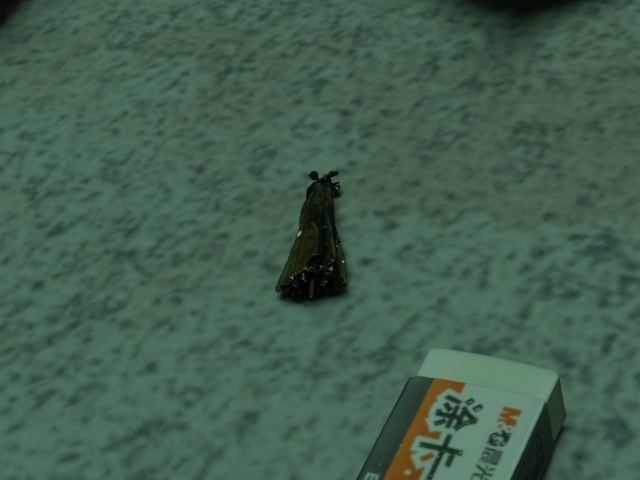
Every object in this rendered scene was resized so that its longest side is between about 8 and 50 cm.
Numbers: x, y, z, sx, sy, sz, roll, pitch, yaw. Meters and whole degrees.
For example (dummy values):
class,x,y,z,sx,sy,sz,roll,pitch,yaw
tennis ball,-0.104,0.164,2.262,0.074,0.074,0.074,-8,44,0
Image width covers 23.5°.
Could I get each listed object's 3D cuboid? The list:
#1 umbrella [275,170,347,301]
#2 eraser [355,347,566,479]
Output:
class,x,y,z,sx,sy,sz,roll,pitch,yaw
umbrella,-0.002,-0.001,0.627,0.031,0.020,0.083,-42,29,31
eraser,0.037,0.089,0.502,0.052,0.029,0.122,10,47,26
